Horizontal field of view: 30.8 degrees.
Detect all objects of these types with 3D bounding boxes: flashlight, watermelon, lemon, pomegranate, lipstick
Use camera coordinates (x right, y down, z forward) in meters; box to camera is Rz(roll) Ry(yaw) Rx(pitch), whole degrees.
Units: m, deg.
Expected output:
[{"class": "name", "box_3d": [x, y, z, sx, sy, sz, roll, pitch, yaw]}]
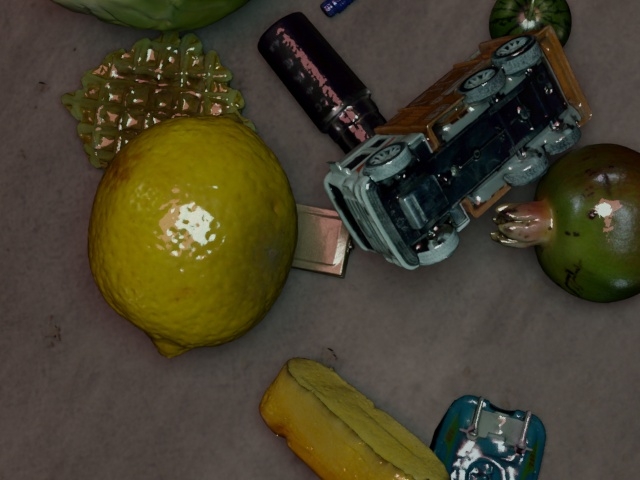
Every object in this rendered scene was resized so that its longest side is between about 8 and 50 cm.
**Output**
[{"class": "flashlight", "box_3d": [0.050, -0.328, 1.463, 0.121, 0.035, 0.057, -40, 78, 2]}, {"class": "watermelon", "box_3d": [0.249, -0.258, 1.383, 0.109, 0.109, 0.109, -2, 81, 10]}, {"class": "lemon", "box_3d": [-0.147, -0.009, 1.344, 0.267, 0.267, 0.267, -2, 81, 10]}, {"class": "pomegranate", "box_3d": [0.291, -0.020, 1.296, 0.209, 0.180, 0.180, 0, 81, -8]}, {"class": "lipstick", "box_3d": [0.037, -0.149, 1.417, 0.081, 0.081, 0.300, -40, 82, 2]}]

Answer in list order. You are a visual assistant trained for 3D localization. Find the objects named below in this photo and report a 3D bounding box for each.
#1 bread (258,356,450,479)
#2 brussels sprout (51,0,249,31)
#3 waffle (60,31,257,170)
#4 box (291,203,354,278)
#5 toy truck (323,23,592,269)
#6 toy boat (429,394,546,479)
[{"class": "bread", "box_3d": [0.033, 0.235, 1.324, 0.245, 0.102, 0.094, 37, 106, 26]}, {"class": "brussels sprout", "box_3d": [-0.189, -0.405, 1.390, 0.344, 0.344, 0.268, -18, 41, 7]}, {"class": "waffle", "box_3d": [-0.205, -0.159, 1.472, 0.214, 0.054, 0.208, -35, 77, 3]}, {"class": "box", "box_3d": [0.000, 0.000, 1.422, 0.083, 0.035, 0.079, 11, 83, 11]}, {"class": "toy truck", "box_3d": [0.144, -0.107, 1.303, 0.305, 0.162, 0.136, -40, 113, -20]}, {"class": "toy boat", "box_3d": [0.163, 0.327, 1.317, 0.134, 0.092, 0.299, 15, 84, 9]}]
